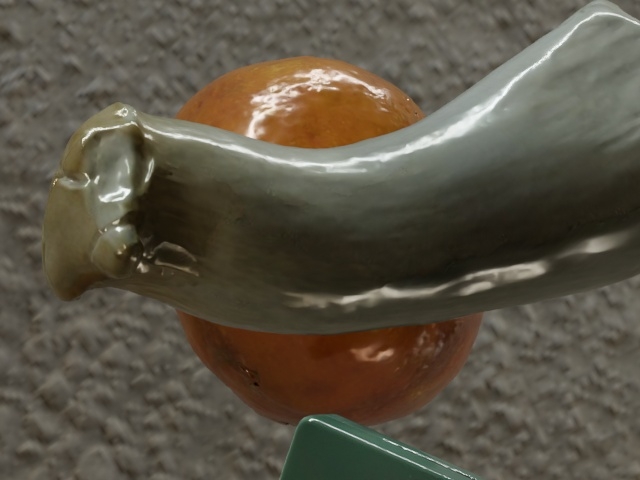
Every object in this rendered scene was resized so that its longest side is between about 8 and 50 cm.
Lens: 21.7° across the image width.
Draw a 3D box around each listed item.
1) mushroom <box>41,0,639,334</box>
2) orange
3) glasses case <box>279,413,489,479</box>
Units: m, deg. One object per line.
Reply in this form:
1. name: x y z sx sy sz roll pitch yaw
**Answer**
1. mushroom: 0.041 -0.019 0.569 0.278 0.099 0.096 -13 115 -18
2. orange: 0.000 0.000 1.222 0.284 0.226 0.284 -24 90 -87
3. glasses case: 0.061 0.172 1.014 0.039 0.184 0.077 4 105 -63
